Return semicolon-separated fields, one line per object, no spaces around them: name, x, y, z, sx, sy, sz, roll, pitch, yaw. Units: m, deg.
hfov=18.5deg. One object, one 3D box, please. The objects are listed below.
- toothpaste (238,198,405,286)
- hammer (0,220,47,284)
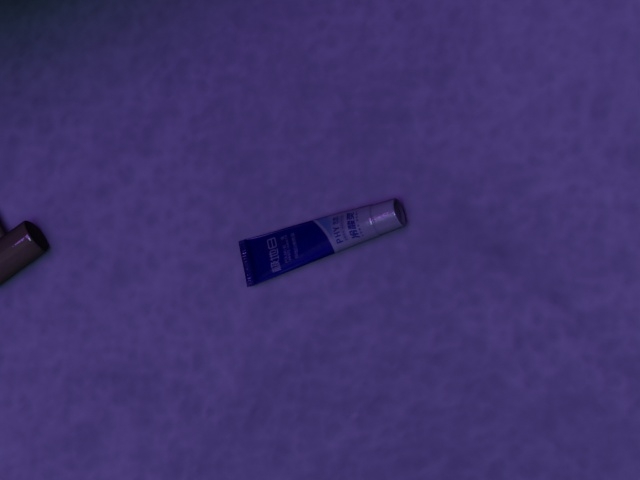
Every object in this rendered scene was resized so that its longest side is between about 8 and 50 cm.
toothpaste;0.000;0.000;0.923;0.083;0.015;0.024;-17;72;21
hammer;-0.175;-0.030;0.983;0.035;0.019;0.110;-34;70;12
